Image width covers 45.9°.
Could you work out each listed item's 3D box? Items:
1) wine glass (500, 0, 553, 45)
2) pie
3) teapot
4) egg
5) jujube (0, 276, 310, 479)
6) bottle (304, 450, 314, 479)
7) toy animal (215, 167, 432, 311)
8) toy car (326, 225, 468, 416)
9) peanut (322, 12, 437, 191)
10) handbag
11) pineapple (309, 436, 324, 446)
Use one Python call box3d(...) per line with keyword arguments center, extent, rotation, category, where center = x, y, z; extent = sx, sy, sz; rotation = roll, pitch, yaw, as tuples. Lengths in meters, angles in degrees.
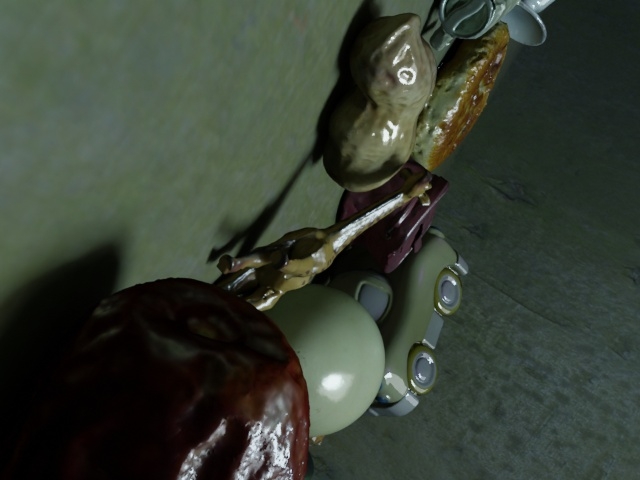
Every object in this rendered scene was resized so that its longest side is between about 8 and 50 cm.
box3d(center=(0.409, -0.466, 1.365), extent=(0.196, 0.165, 0.165), rotation=(-55, 171, -5), category="wine glass")
box3d(center=(0.253, -0.267, 1.382), extent=(0.315, 0.092, 0.315), rotation=(-55, 169, -16), category="pie")
box3d(center=(0.203, -0.312, 1.009), extent=(0.107, 0.077, 0.200), rotation=(-41, -177, 34), category="teapot")
box3d(center=(-0.017, 0.147, 0.932), extent=(0.188, 0.188, 0.254), rotation=(-59, 168, 0), category="egg")
box3d(center=(-0.106, 0.150, 0.453), extent=(0.243, 0.183, 0.183), rotation=(-63, 171, 21), category="jujube")
box3d(center=(-0.141, 0.455, 1.359), extent=(0.271, 0.156, 0.143), rotation=(-45, -172, 13), category="bottle")
box3d(center=(-0.004, 0.004, 0.737), extent=(0.275, 0.054, 0.149), rotation=(-25, 166, -35), category="toy animal")
box3d(center=(0.084, 0.122, 1.342), extent=(0.242, 0.226, 0.336), rotation=(-11, -133, 47), category="toy car")
box3d(center=(0.059, -0.134, 0.749), extent=(0.104, 0.085, 0.228), rotation=(-31, 157, -31), category="peanut")
box3d(center=(0.112, -0.045, 1.191), extent=(0.146, 0.135, 0.225), rotation=(-51, 171, -17), category="handbag")
box3d(center=(0.015, 0.241, 1.517), extent=(0.361, 0.175, 0.175), rotation=(-51, 169, -36), category="pineapple")
